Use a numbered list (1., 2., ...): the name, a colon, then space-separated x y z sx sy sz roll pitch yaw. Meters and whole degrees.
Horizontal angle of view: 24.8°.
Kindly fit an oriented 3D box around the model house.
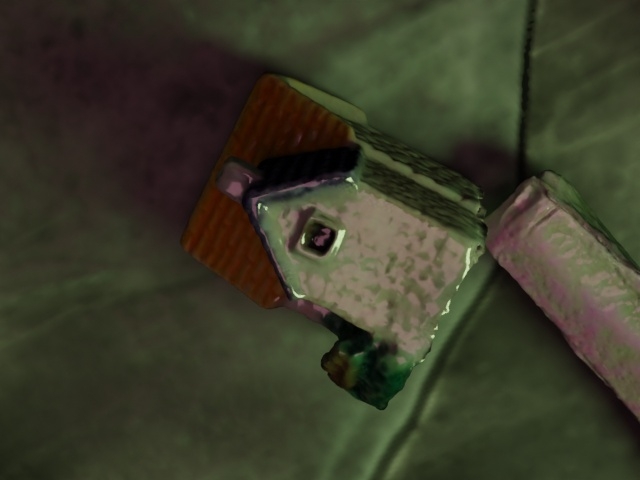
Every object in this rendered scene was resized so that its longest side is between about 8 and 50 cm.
1. model house: 0.000 0.000 0.554 0.100 0.101 0.088 29 106 -6

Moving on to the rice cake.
1. rice cake: 0.139 0.056 0.601 0.047 0.036 0.207 -35 103 15
